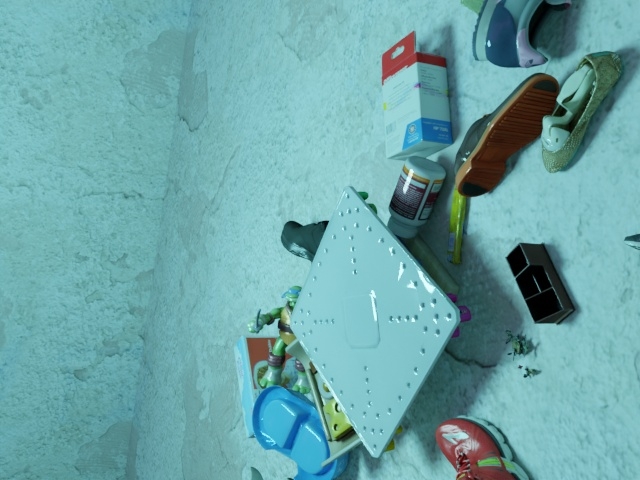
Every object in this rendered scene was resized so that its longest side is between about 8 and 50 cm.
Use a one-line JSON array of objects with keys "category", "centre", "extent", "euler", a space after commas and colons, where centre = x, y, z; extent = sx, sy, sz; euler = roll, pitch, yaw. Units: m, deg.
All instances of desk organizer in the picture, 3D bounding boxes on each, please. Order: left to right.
[{"category": "desk organizer", "centre": [0.347, 0.067, 1.146], "extent": [0.047, 0.050, 0.130], "euler": [-57, 39, 45]}]

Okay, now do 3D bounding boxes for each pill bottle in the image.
[{"category": "pill bottle", "centre": [0.187, -0.085, 1.444], "extent": [0.086, 0.086, 0.152], "euler": [57, 136, 50]}]

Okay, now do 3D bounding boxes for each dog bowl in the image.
[{"category": "dog bowl", "centre": [-0.046, 0.475, 1.765], "extent": [0.297, 0.074, 0.166], "euler": [33, 105, 38]}]

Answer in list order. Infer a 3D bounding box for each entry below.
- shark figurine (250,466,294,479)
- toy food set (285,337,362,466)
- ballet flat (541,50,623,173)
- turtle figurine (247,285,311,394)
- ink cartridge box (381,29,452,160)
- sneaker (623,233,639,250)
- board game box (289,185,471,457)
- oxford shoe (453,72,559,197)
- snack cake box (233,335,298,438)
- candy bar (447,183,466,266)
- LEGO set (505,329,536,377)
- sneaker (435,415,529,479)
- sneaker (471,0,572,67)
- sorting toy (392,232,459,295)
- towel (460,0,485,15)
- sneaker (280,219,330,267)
[{"category": "shark figurine", "centre": [-0.066, 0.633, 1.707], "extent": [0.166, 0.278, 0.116], "euler": [16, 82, 44]}, {"category": "toy food set", "centre": [0.035, 0.321, 1.617], "extent": [0.219, 0.092, 0.306], "euler": [-43, 49, 29]}, {"category": "ballet flat", "centre": [0.377, -0.196, 1.097], "extent": [0.073, 0.067, 0.206], "euler": [60, 139, 47]}, {"category": "turtle figurine", "centre": [-0.084, 0.264, 1.825], "extent": [0.274, 0.197, 0.266], "euler": [-141, 53, -65]}, {"category": "ink cartridge box", "centre": [0.192, -0.290, 1.467], "extent": [0.134, 0.078, 0.231], "euler": [-21, 69, 61]}, {"category": "sneaker", "centre": [0.451, -0.004, 0.976], "extent": [0.083, 0.031, 0.035], "euler": [4, 77, 59]}, {"category": "board game box", "centre": [0.097, 0.156, 1.430], "extent": [0.390, 0.050, 0.390], "euler": [53, 133, 40]}, {"category": "oxford shoe", "centre": [0.300, -0.194, 1.226], "extent": [0.271, 0.096, 0.098], "euler": [124, 146, -46]}, {"category": "snack cake box", "centre": [-0.140, 0.396, 1.971], "extent": [0.089, 0.152, 0.264], "euler": [-52, 43, 49]}, {"category": "candy bar", "centre": [0.260, -0.032, 1.369], "extent": [0.040, 0.018, 0.162], "euler": [-168, 82, -67]}, {"category": "LEGO set", "centre": [0.335, 0.185, 1.197], "extent": [0.054, 0.023, 0.083], "euler": [-28, 75, 62]}, {"category": "sneaker", "centre": [0.264, 0.390, 1.200], "extent": [0.279, 0.118, 0.107], "euler": [45, 126, 56]}, {"category": "sneaker", "centre": [0.358, -0.431, 1.159], "extent": [0.131, 0.112, 0.319], "euler": [24, 105, 29]}, {"category": "sorting toy", "centre": [0.146, 0.120, 1.500], "extent": [0.255, 0.089, 0.257], "euler": [59, 138, 48]}, {"category": "towel", "centre": [0.311, -0.457, 1.305], "extent": [0.148, 0.027, 0.110], "euler": [60, 138, 49]}, {"category": "sneaker", "centre": [0.000, 0.000, 1.814], "extent": [0.286, 0.109, 0.130], "euler": [37, 114, 49]}]
